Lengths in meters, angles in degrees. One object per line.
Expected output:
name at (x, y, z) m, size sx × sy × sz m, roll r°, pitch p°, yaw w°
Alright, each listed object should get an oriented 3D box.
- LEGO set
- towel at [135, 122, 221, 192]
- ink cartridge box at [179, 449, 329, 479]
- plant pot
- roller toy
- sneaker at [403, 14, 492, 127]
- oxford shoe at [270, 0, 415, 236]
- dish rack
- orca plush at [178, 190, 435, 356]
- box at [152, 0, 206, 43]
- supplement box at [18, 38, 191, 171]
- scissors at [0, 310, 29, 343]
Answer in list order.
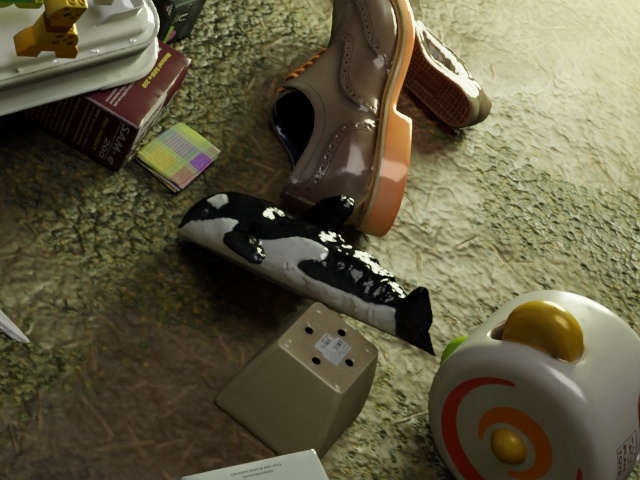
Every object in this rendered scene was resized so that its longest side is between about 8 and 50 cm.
LEGO set at (-0.255, -0.208, 1.384) m, size 0.227 × 0.093 × 0.087 m, roll -5°, pitch 70°, yaw -36°
towel at (-0.143, -0.085, 1.617) m, size 0.060 × 0.009 × 0.083 m, roll 37°, pitch 43°, yaw 6°
ink cartridge box at (-0.043, 0.278, 1.261) m, size 0.127 × 0.128 × 0.176 m, roll -6°, pitch 56°, yaw -34°
plant pot at (-0.011, 0.121, 1.444) m, size 0.109 × 0.096 × 0.109 m, roll 38°, pitch 44°, yaw 7°
roller toy at (0.202, 0.155, 1.460) m, size 0.191 × 0.209 × 0.146 m, roll 52°, pitch 46°, yaw 1°
sneaker at (0.122, -0.202, 1.848) m, size 0.188 × 0.066 × 0.071 m, roll 53°, pitch 30°, yaw 14°
oxford shoe at (0.020, -0.170, 1.706) m, size 0.133 × 0.130 × 0.363 m, roll 12°, pitch 46°, yaw -12°
dish rack at (-0.311, -0.258, 1.479) m, size 0.333 × 0.072 × 0.285 m, roll -22°, pitch 82°, yaw -39°
orca plush at (0.000, 0.000, 1.476) m, size 0.287 × 0.102 × 0.151 m, roll 22°, pitch -7°, yaw 46°
box at (-0.172, -0.260, 1.720) m, size 0.083 × 0.062 × 0.052 m, roll 48°, pitch 44°, yaw 15°
supplement box at (-0.264, -0.184, 1.592) m, size 0.239 × 0.073 × 0.130 m, roll 31°, pitch 44°, yaw 0°
scissors at (-0.367, -0.014, 1.418) m, size 0.297 × 0.021 × 0.109 m, roll 28°, pitch 42°, yaw -2°
